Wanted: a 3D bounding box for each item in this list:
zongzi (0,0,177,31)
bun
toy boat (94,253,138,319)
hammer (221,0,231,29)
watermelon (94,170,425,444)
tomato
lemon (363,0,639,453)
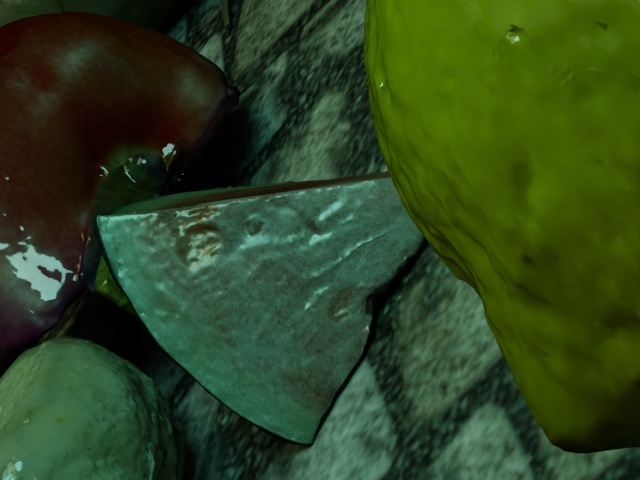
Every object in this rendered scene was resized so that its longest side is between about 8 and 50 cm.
[{"bbox_3d":[-0.208,-0.162,1.626,0.360,0.160,0.323,10,78,55],"label":"zongzi"},{"bbox_3d":[-0.163,0.171,1.145,0.239,0.141,0.239,-52,14,18],"label":"bun"},{"bbox_3d":[-0.086,0.034,1.186,0.016,0.115,0.063,-29,39,39],"label":"toy boat"},{"bbox_3d":[-0.079,-0.205,1.564,0.035,0.019,0.110,-46,30,28],"label":"hammer"},{"bbox_3d":[-0.010,0.018,1.149,0.202,0.136,0.207,0,22,21],"label":"watermelon"},{"bbox_3d":[-0.220,-0.028,1.345,0.289,0.176,0.335,-43,11,49],"label":"tomato"},{"bbox_3d":[0.173,-0.087,0.603,0.336,0.336,0.336,-44,28,31],"label":"lemon"}]
